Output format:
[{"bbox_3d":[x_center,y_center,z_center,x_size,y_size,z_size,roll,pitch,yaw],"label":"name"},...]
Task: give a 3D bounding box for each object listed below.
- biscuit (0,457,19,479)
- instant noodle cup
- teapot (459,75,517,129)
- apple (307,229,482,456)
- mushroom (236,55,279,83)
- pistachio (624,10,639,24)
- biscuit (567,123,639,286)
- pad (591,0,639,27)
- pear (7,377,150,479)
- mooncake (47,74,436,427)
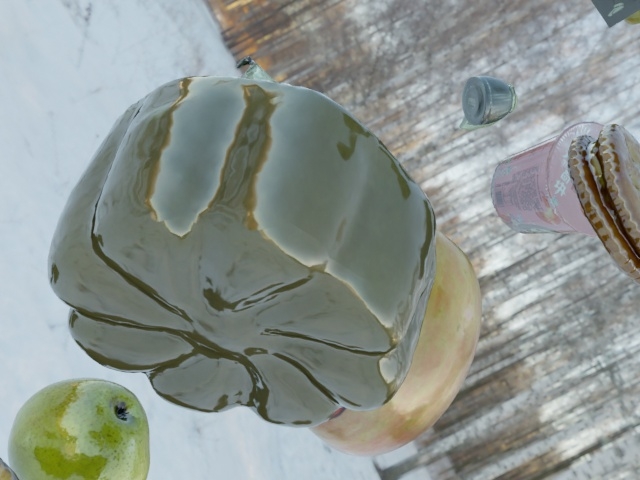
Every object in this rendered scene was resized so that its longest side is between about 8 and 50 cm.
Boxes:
[{"bbox_3d":[-0.604,0.472,1.322,0.296,0.296,0.102,-114,-165,-47],"label":"biscuit"},{"bbox_3d":[0.515,-0.115,1.823,0.243,0.243,0.231,62,-24,-6],"label":"instant noodle cup"},{"bbox_3d":[0.319,-0.264,1.593,0.124,0.091,0.092,179,-94,-73],"label":"teapot"},{"bbox_3d":[0.055,0.112,1.281,0.391,0.346,0.391,41,-4,3],"label":"apple"},{"bbox_3d":[-0.131,-0.198,1.473,0.164,0.189,0.267,46,3,-3],"label":"mushroom"},{"bbox_3d":[0.591,-0.469,1.478,0.100,0.189,0.110,-5,62,-39],"label":"pistachio"},{"bbox_3d":[0.373,-0.036,1.003,0.220,0.066,0.220,34,41,-37],"label":"biscuit"},{"bbox_3d":[0.499,-0.428,1.293,0.127,0.190,0.004,47,34,-20],"label":"pad"},{"bbox_3d":[-0.468,0.410,1.652,0.294,0.294,0.294,62,3,-6],"label":"pear"},{"bbox_3d":[-0.074,0.032,0.831,0.378,0.379,0.200,60,39,-43],"label":"mooncake"}]
